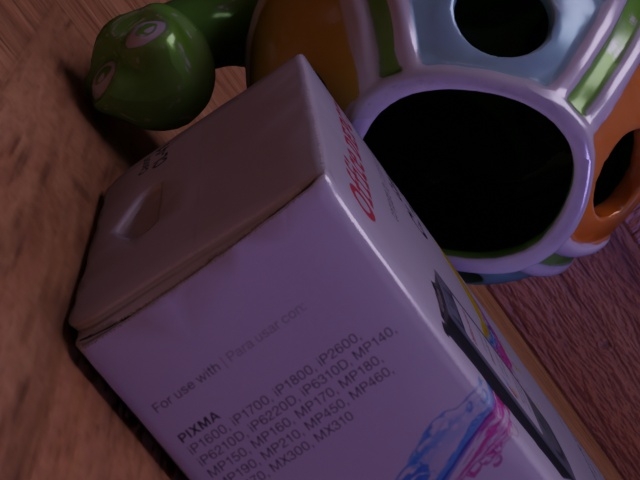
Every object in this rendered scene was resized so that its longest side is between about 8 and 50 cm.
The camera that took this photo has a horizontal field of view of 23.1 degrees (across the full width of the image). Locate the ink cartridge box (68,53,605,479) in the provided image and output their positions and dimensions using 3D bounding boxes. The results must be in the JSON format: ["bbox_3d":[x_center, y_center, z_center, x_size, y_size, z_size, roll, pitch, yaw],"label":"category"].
[{"bbox_3d":[0.032,0.087,0.746,0.306,0.131,0.226,54,8,-18],"label":"ink cartridge box"}]

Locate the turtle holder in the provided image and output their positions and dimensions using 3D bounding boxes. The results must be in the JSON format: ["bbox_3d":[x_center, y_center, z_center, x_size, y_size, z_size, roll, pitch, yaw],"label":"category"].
[{"bbox_3d":[0.055,-0.103,0.910,0.320,0.243,0.227,33,27,-13],"label":"turtle holder"}]
